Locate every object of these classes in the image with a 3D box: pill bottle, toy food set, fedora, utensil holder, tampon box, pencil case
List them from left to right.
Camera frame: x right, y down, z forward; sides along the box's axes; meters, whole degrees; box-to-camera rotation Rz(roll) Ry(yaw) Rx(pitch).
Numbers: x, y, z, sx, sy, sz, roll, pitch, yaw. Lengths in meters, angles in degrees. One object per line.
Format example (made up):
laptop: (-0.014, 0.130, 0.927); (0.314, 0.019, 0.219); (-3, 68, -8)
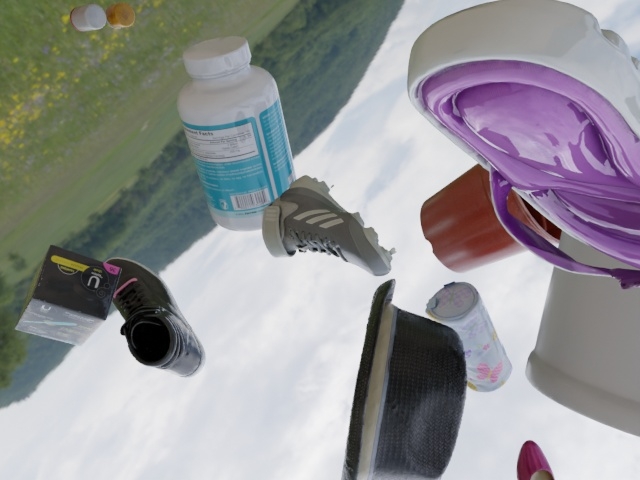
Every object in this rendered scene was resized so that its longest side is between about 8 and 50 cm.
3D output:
toy food set: (-0.420, -0.432, 1.026); (0.104, 0.232, 0.111); (10, -121, 40)
tampon box: (-0.429, 0.097, 1.070); (0.161, 0.120, 0.102); (-36, -141, 48)
pill bottle: (-0.122, -0.155, 0.928); (0.146, 0.264, 0.146); (-7, -146, 5)
fedora: (0.129, 0.228, 0.923); (0.152, 0.334, 0.334); (9, -145, 8)
pencil case: (0.332, 0.220, 1.400); (0.124, 0.273, 0.114); (-24, -147, 14)
utensil holder: (0.485, 0.042, 0.855); (0.327, 0.327, 0.386); (-155, -106, -71)

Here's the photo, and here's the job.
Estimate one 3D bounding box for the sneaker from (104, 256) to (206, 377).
sneaker: (-0.333, 0.126, 1.173); (0.104, 0.296, 0.147); (-41, 162, -4)

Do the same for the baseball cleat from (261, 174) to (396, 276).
baseball cleat: (0.000, 0.000, 0.712); (0.109, 0.072, 0.206); (-37, -144, -4)

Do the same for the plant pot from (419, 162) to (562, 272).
plant pot: (0.390, -0.065, 1.448); (0.265, 0.272, 0.272); (-30, -158, 39)

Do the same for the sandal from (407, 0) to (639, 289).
sandal: (0.206, -0.017, 0.457); (0.169, 0.416, 0.102); (-3, -113, 55)

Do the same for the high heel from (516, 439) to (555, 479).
high heel: (0.463, 0.526, 1.263); (0.117, 0.082, 0.244); (120, -30, -67)
